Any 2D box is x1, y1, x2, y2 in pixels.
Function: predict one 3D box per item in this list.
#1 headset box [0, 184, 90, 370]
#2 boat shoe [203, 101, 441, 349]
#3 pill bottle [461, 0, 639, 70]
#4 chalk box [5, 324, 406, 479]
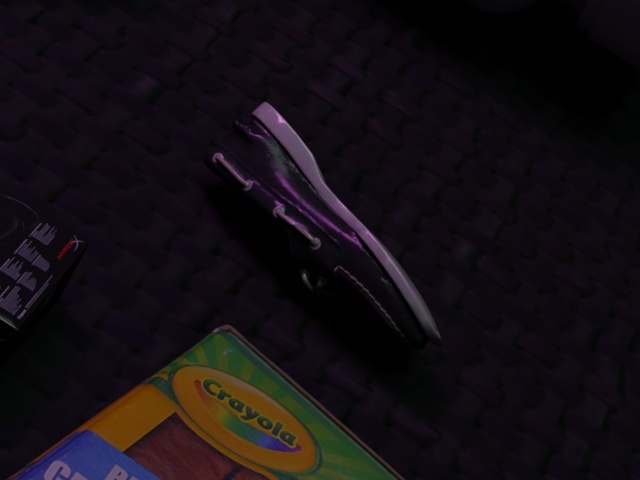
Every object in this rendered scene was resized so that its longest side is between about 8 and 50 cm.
[{"bbox_3d":[-0.132,0.003,0.670,0.083,0.032,0.062,31,34,-1],"label":"headset box"},{"bbox_3d":[0.000,0.000,0.771,0.125,0.038,0.046,51,-3,16],"label":"boat shoe"},{"bbox_3d":[0.076,-0.227,0.983,0.318,0.176,0.176,36,35,5],"label":"pill bottle"},{"bbox_3d":[-0.034,0.125,0.510,0.132,0.132,0.213,39,36,9],"label":"chalk box"}]
